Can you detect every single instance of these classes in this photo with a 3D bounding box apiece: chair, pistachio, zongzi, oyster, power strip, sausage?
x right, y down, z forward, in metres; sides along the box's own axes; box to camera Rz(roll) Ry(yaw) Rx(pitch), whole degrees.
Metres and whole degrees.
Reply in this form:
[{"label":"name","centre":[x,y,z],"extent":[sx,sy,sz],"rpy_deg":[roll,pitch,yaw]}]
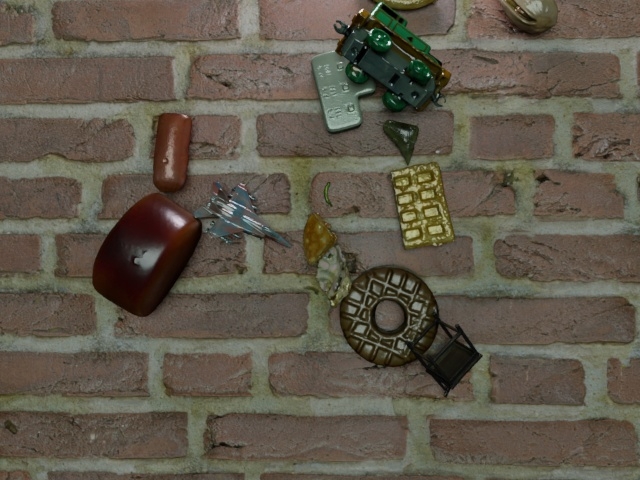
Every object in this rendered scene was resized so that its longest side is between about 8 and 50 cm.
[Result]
[{"label":"chair","centre":[0.399,0.370,1.615],"extent":[0.154,0.141,0.260],"rpy_deg":[-44,114,-10]},{"label":"pistachio","centre":[0.669,-0.762,1.707],"extent":[0.223,0.126,0.152],"rpy_deg":[41,56,8]},{"label":"zongzi","centre":[0.238,-0.331,1.745],"extent":[0.154,0.062,0.131],"rpy_deg":[16,101,9]},{"label":"oyster","centre":[0.051,0.103,1.694],"extent":[0.072,0.209,0.133],"rpy_deg":[31,110,-35]},{"label":"power strip","centre":[0.085,-0.502,1.751],"extent":[0.193,0.059,0.265],"rpy_deg":[-14,87,2]},{"label":"sausage","centre":[-0.493,-0.286,1.745],"extent":[0.113,0.113,0.259],"rpy_deg":[6,87,3]}]

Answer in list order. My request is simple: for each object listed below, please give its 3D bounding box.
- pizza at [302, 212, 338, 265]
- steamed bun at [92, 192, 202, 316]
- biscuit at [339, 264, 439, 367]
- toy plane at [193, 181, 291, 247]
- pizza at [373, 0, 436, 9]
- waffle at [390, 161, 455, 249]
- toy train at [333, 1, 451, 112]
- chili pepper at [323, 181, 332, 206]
[{"label":"pizza","centre":[0.000,0.000,1.724],"extent":[0.134,0.046,0.175],"rpy_deg":[11,92,39]},{"label":"steamed bun","centre":[-0.556,0.046,1.666],"extent":[0.235,0.248,0.379],"rpy_deg":[32,91,4]},{"label":"biscuit","centre":[0.221,0.240,1.698],"extent":[0.331,0.103,0.332],"rpy_deg":[0,87,3]},{"label":"toy plane","centre":[-0.240,-0.057,1.722],"extent":[0.326,0.104,0.223],"rpy_deg":[33,62,-13]},{"label":"pizza","centre":[0.264,-0.871,1.756],"extent":[0.292,0.058,0.197],"rpy_deg":[16,88,3]},{"label":"waffle","centre":[0.331,-0.111,1.728],"extent":[0.167,0.057,0.274],"rpy_deg":[-12,88,1]},{"label":"toy train","centre":[0.235,-0.584,1.677],"extent":[0.429,0.178,0.249],"rpy_deg":[33,54,-8]},{"label":"chili pepper","centre":[0.026,-0.155,1.762],"extent":[0.030,0.017,0.083],"rpy_deg":[0,87,1]}]
